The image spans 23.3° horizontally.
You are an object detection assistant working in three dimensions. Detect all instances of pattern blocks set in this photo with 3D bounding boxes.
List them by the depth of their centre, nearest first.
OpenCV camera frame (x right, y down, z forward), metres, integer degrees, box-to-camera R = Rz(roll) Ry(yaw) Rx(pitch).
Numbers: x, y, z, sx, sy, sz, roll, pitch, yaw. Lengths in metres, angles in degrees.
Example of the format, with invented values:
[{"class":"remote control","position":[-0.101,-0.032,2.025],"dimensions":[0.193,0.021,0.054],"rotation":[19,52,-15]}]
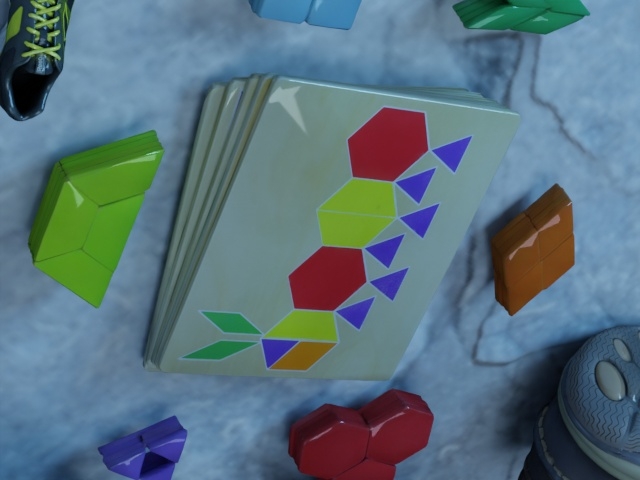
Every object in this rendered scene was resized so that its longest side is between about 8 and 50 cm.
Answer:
[{"class":"pattern blocks set","position":[0.000,0.000,0.744],"dimensions":[0.285,0.026,0.325],"rotation":[13,120,-34]}]

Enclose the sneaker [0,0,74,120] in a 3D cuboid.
[{"class":"sneaker","position":[-0.110,-0.084,0.613],"dimensions":[0.031,0.035,0.083],"rotation":[1,126,-28]}]

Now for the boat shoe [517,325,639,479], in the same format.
[{"class":"boat shoe","position":[0.265,0.149,0.950],"dimensions":[0.355,0.132,0.130],"rotation":[18,128,-27]}]
